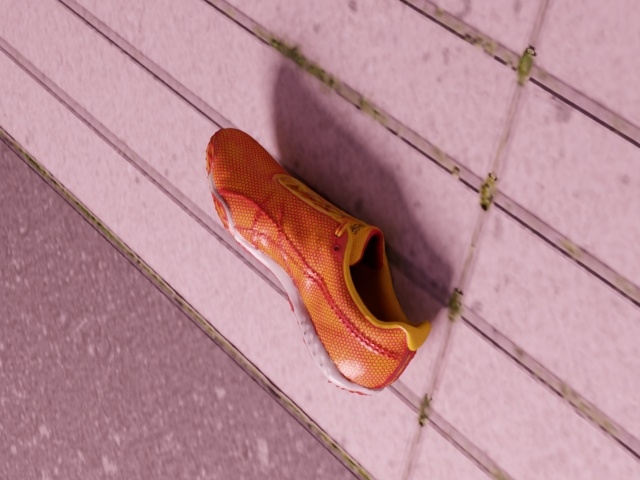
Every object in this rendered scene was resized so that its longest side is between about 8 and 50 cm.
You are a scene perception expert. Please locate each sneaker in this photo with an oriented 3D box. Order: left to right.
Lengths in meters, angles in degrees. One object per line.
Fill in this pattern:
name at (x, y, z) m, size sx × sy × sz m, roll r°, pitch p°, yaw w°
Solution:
sneaker at (0.000, 0.000, 0.794) m, size 0.067 × 0.064 × 0.175 m, roll -48°, pitch 67°, yaw 24°
